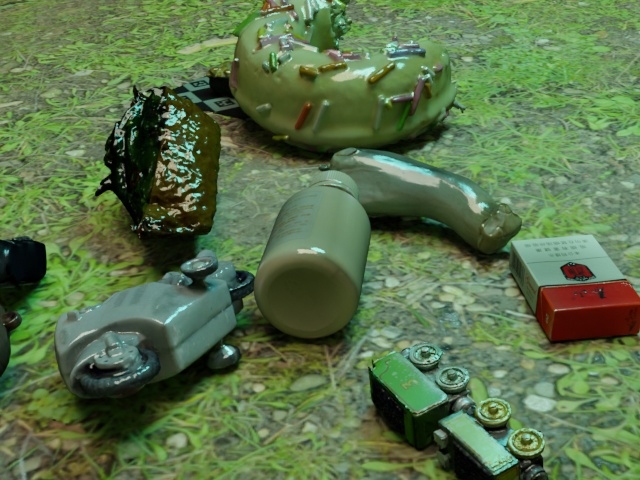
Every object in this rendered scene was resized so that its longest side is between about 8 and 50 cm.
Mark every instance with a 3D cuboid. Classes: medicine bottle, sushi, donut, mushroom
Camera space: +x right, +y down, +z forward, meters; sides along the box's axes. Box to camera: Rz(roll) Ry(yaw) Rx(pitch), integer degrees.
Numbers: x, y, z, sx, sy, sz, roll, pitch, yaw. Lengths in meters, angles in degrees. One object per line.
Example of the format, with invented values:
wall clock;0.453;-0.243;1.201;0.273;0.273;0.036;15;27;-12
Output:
medicine bottle;0.000;0.000;1.087;0.114;0.114;0.252;2;30;8
sushi;-0.095;-0.295;1.682;0.292;0.059;0.294;17;35;31
donut;0.012;-0.274;1.500;0.307;0.150;0.371;-26;47;-26
sushi;-0.207;-0.078;1.219;0.140;0.149;0.287;20;47;-22
mushroom;0.121;-0.055;1.205;0.278;0.099;0.096;18;40;25

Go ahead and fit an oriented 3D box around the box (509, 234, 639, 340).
box;0.278;0.049;1.054;0.100;0.048;0.152;-6;27;-5

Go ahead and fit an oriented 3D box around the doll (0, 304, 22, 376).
doll;-0.387;0.114;0.934;0.188;0.096;0.145;-32;32;-26

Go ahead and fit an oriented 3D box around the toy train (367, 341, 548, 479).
toy train;0.117;0.161;0.850;0.081;0.060;0.202;-23;35;-21

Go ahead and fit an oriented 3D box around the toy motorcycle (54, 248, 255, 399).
toy motorcycle;-0.181;0.085;0.965;0.171;0.110;0.260;-1;22;27

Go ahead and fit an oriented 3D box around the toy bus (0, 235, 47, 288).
toy bus;-0.357;0.025;1.055;0.072;0.057;0.172;-6;-1;-1
